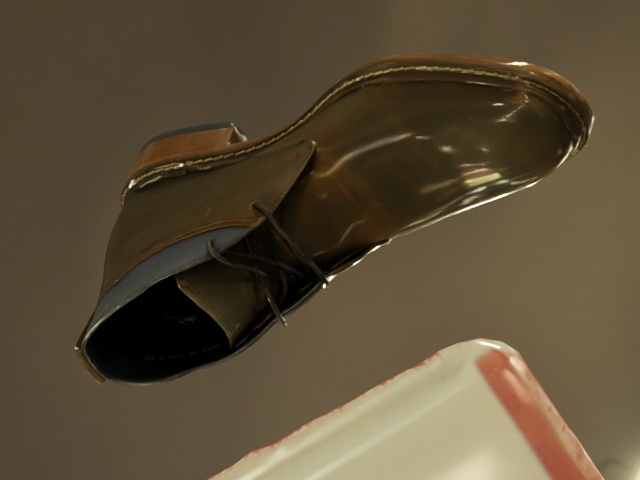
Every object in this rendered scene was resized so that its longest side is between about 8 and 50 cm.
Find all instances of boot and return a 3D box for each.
[{"bbox_3d":[0.000,0.000,0.736,0.082,0.219,0.106,49,-134,-30],"label":"boot"}]

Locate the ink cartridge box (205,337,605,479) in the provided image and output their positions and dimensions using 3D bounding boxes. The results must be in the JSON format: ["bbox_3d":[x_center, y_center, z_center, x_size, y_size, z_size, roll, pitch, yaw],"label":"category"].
[{"bbox_3d":[0.053,0.230,0.434,0.160,0.279,0.384,-30,-24,-7],"label":"ink cartridge box"}]
